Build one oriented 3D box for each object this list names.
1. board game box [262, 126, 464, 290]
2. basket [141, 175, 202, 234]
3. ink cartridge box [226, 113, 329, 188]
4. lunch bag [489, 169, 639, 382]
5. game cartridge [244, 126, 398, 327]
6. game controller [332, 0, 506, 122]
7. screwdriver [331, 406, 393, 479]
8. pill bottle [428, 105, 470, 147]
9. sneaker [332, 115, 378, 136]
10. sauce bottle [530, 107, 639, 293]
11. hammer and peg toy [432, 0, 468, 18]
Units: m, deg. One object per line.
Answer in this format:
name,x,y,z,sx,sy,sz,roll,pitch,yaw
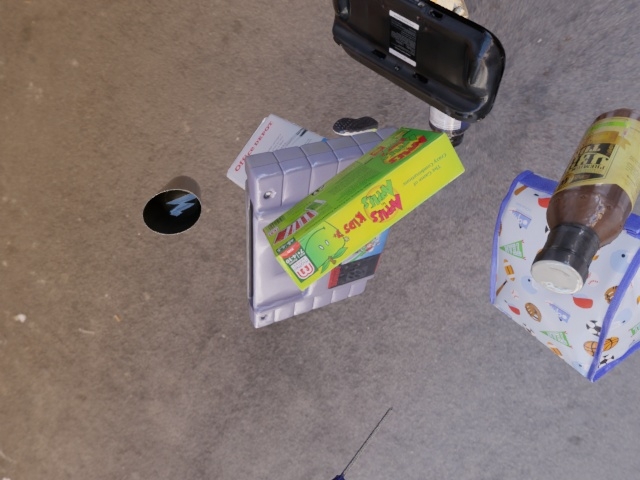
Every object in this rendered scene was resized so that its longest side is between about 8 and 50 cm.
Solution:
board game box,0.034,-0.037,0.438,0.181,0.092,0.043,-37,113,-2
basket,-0.500,-0.138,1.610,0.204,0.227,0.154,-21,115,4
ink cartridge box,-0.053,-0.123,0.826,0.203,0.086,0.148,35,88,39
lunch bag,0.574,0.055,1.027,0.239,0.328,0.386,-30,129,-15
game cartridge,0.000,0.000,0.704,0.230,0.068,0.355,-12,143,-17
game controller,0.139,-0.308,0.714,0.319,0.067,0.166,39,157,22
screwdriver,0.031,0.234,0.468,0.024,0.170,0.025,-5,110,46
pill bottle,0.375,-0.379,1.311,0.122,0.123,0.219,9,145,16
sneaker,0.130,-0.393,1.684,0.084,0.234,0.097,47,132,26
sauce bottle,0.420,-0.067,0.700,0.111,0.344,0.111,29,150,19
hammer and peg toy,0.330,-0.889,1.593,0.266,0.127,0.361,-24,108,13
